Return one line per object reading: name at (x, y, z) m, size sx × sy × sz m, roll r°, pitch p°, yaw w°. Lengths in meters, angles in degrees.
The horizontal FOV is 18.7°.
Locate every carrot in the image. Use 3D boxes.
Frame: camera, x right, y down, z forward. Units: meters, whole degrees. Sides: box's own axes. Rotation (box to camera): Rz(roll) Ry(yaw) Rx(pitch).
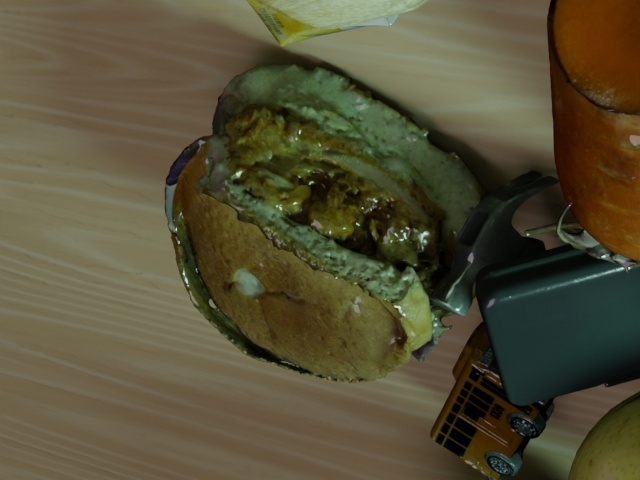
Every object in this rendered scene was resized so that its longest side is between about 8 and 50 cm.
carrot at (0.277, -0.082, 1.542) m, size 0.193 × 0.214 × 0.331 m, roll 20°, pitch 147°, yaw 27°

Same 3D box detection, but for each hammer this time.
hammer at (0.214, 0.039, 1.844) m, size 0.226 × 0.159 × 0.041 m, roll 36°, pitch 172°, yaw -35°

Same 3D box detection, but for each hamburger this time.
hamburger at (0.000, 0.000, 1.925) m, size 0.318 × 0.195 × 0.277 m, roll 35°, pitch 151°, yaw 10°

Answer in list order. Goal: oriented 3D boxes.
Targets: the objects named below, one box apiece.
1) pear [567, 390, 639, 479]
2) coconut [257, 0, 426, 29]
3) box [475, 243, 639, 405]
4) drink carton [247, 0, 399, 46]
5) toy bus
pear at (0.384, 0.264, 1.783) m, size 0.309 × 0.309 × 0.309 m, roll 25°, pitch 146°, yaw 19°
coconut at (0.025, -0.324, 1.429) m, size 0.328 × 0.329 × 0.329 m, roll 25°, pitch 146°, yaw 19°
box at (0.263, 0.061, 1.762) m, size 0.230 × 0.050 × 0.160 m, roll -16°, pitch 131°, yaw 5°
drink carton at (0.027, -0.227, 1.722) m, size 0.200 × 0.074 × 0.084 m, roll -5°, pitch 129°, yaw 46°
toy bus at (0.191, 0.156, 2.024) m, size 0.114 × 0.098 × 0.201 m, roll 32°, pitch 149°, yaw 8°
